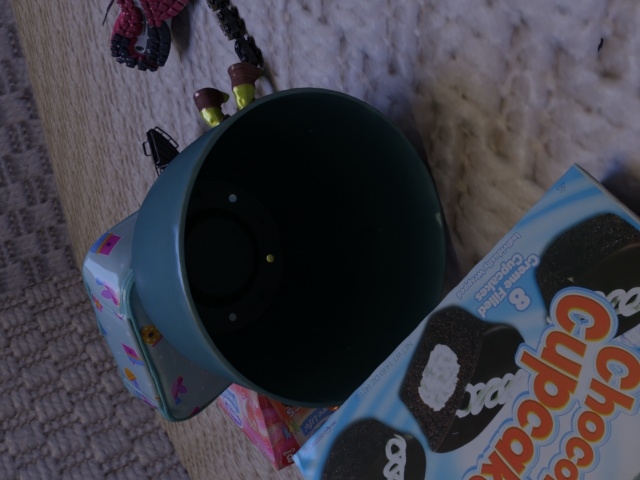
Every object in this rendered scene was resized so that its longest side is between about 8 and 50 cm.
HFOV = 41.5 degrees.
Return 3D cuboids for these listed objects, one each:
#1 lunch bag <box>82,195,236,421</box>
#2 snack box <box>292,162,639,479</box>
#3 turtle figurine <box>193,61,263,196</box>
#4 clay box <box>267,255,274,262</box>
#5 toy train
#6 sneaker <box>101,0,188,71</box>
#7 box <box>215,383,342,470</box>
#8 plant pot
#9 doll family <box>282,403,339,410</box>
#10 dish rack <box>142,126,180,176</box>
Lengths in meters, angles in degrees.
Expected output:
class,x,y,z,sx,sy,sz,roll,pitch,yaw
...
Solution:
class,x,y,z,sx,sy,sz,roll,pitch,yaw
lunch bag,-0.160,0.071,1.057,0.108,0.224,0.279,28,141,36
snack box,0.140,0.125,0.609,0.322,0.060,0.187,-49,53,14
turtle figurine,-0.107,-0.109,1.125,0.269,0.087,0.217,-36,67,46
clay box,-0.098,-0.049,1.270,0.222,0.053,0.127,46,148,46
toy train,-0.125,-0.297,1.158,0.158,0.027,0.036,61,167,18
sneaker,-0.264,-0.389,1.291,0.299,0.121,0.112,133,145,-57
box,-0.079,0.206,1.316,0.300,0.154,0.142,26,132,58
plant pot,-0.059,0.013,0.867,0.235,0.293,0.293,-7,103,56
doll family,0.051,0.190,1.095,0.263,0.118,0.163,27,129,34
dish rack,-0.208,-0.059,1.408,0.208,0.074,0.271,52,-161,-78
